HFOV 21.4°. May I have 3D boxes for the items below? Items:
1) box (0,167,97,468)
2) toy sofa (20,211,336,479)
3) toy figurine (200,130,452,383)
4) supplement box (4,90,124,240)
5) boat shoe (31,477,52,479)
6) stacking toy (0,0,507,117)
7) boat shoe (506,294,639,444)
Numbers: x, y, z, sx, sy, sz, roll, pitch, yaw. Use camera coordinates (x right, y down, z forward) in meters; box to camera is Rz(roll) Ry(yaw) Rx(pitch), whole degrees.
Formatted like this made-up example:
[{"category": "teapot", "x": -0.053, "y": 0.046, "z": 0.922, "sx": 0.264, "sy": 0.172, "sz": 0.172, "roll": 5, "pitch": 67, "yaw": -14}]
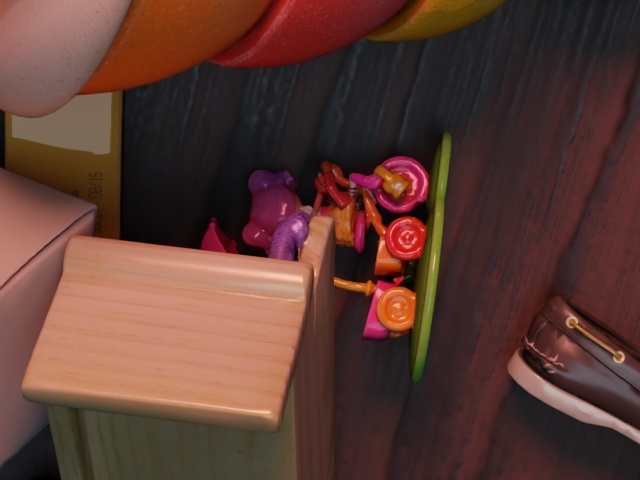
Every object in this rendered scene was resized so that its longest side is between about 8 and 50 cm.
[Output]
[{"category": "box", "x": -0.270, "y": 0.027, "z": 1.037, "sx": 0.232, "sy": 0.127, "sz": 0.149, "roll": 20, "pitch": 124, "yaw": 17}, {"category": "toy sofa", "x": -0.076, "y": 0.148, "z": 1.081, "sx": 0.150, "sy": 0.177, "sz": 0.362, "roll": 6, "pitch": 136, "yaw": 8}, {"category": "toy figurine", "x": 0.000, "y": 0.000, "z": 1.141, "sx": 0.159, "sy": 0.130, "sz": 0.173, "roll": 8, "pitch": 82, "yaw": 1}, {"category": "supplement box", "x": -0.169, "y": -0.031, "z": 1.121, "sx": 0.078, "sy": 0.080, "sz": 0.233, "roll": 2, "pitch": 103, "yaw": -6}, {"category": "boat shoe", "x": -0.207, "y": 0.294, "z": 1.202, "sx": 0.109, "sy": 0.089, "sz": 0.258, "roll": 18, "pitch": 97, "yaw": -24}, {"category": "stacking toy", "x": 0.025, "y": -0.229, "z": 1.021, "sx": 0.480, "sy": 0.350, "sz": 0.351, "roll": 5, "pitch": 105, "yaw": -28}, {"category": "boat shoe", "x": 0.247, "y": 0.113, "z": 1.201, "sx": 0.227, "sy": 0.081, "sz": 0.069, "roll": 25, "pitch": 105, "yaw": -9}]
